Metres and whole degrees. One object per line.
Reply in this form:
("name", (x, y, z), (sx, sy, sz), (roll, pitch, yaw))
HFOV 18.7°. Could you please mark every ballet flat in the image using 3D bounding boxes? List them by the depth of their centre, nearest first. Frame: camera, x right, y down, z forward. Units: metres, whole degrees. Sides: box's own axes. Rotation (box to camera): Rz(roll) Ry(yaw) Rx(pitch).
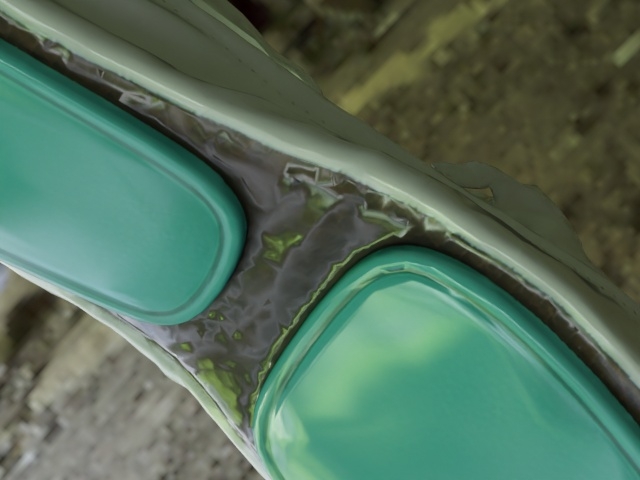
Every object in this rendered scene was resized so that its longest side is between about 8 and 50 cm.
("ballet flat", (0.000, 0.000, 0.617), (0.139, 0.400, 0.139), (-54, 3, 4))
